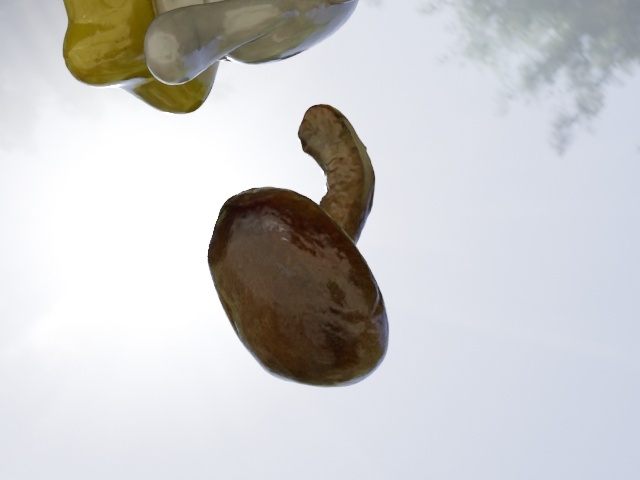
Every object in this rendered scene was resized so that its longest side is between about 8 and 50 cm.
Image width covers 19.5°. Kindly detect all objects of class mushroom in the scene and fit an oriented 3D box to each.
[{"bbox_3d":[-0.011,0.002,0.774,0.073,0.088,0.129,-3,-123,-1],"label":"mushroom"}]

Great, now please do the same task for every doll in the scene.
[{"bbox_3d":[-0.033,-0.077,0.640,0.113,0.135,0.071,-9,-73,13],"label":"doll"}]
